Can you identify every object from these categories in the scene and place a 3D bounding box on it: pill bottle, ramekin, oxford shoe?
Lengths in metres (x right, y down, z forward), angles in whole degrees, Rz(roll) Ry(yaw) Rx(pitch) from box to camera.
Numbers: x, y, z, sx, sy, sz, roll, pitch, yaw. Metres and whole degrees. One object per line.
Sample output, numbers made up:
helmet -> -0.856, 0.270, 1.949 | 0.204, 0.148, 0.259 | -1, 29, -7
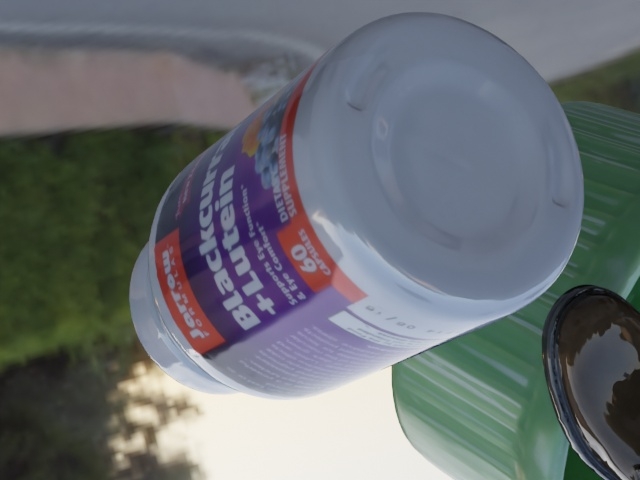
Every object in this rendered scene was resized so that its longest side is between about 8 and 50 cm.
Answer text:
pill bottle -> 0.000, 0.000, 0.579 | 0.108, 0.108, 0.193 | -15, 171, -32
ramekin -> 0.183, 0.054, 1.030 | 0.148, 0.303, 0.303 | 26, -153, 34
oxford shoe -> 0.201, 0.118, 0.825 | 0.083, 0.227, 0.096 | -37, -172, -18
